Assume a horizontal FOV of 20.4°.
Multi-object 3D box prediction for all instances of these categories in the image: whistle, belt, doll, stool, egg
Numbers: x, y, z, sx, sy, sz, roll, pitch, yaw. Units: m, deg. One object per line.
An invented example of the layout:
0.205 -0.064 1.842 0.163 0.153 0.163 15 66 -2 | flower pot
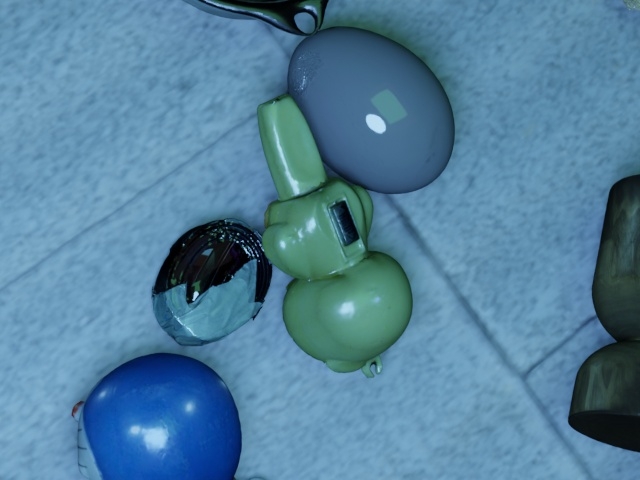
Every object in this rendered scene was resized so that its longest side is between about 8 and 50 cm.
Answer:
-0.005 0.004 1.789 0.141 0.141 0.294 -28 90 -21 | whistle
-0.110 0.043 1.794 0.105 0.058 0.140 38 66 -12 | belt
-0.137 0.233 1.701 0.215 0.161 0.257 -26 102 -54 | doll
0.369 0.080 1.865 0.179 0.179 0.264 17 73 -12 | stool
0.052 -0.136 1.836 0.146 0.146 0.199 -39 85 -21 | egg

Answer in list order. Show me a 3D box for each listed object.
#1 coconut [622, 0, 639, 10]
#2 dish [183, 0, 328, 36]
0.401 -0.304 1.998 0.122 0.116 0.116 10 75 -10 | coconut
-0.084 -0.344 1.857 0.303 0.120 0.303 4 76 -16 | dish
